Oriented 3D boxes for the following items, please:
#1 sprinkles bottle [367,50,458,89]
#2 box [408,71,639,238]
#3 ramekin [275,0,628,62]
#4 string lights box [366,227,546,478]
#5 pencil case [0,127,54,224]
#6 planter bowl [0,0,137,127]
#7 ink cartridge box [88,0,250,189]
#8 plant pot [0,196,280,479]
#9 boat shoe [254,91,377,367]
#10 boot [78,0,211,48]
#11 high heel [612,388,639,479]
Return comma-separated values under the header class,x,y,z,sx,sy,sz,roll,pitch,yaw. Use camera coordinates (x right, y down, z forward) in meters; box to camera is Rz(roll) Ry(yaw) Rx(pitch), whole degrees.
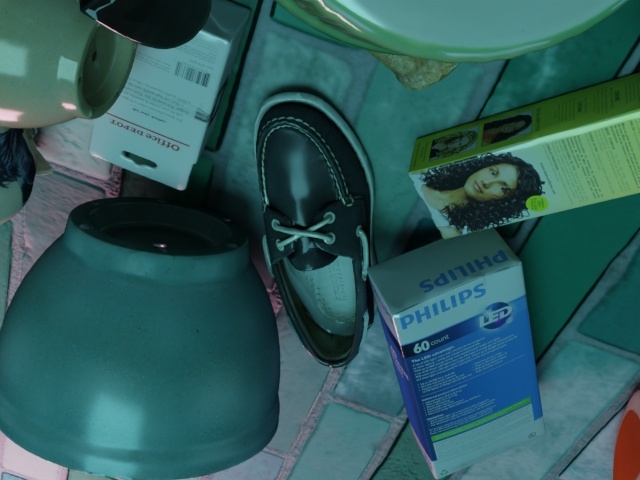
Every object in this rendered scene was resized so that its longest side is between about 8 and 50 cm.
class,x,y,z,sx,sy,sz,roll,pitch,yaw
sprinkles bottle,-0.029,-0.256,0.666,0.355,0.121,0.121,35,132,-18
box,0.200,-0.072,0.816,0.232,0.058,0.087,-16,126,27
ramekin,0.077,-0.246,0.537,0.304,0.148,0.303,-2,110,-6
string lights box,0.144,0.119,0.963,0.133,0.076,0.259,-21,129,-5
pencil case,-0.333,-0.189,0.792,0.160,0.183,0.410,35,138,22
planter bowl,-0.209,-0.156,0.727,0.109,0.162,0.162,20,135,8
ink cartridge box,-0.140,-0.141,0.847,0.104,0.060,0.180,22,134,-4
plant pot,-0.170,0.072,0.933,0.293,0.293,0.196,12,107,5
boat shoe,0.000,0.000,0.917,0.114,0.091,0.302,-5,131,20
boot,-0.181,-0.241,0.654,0.091,0.229,0.263,-43,119,12
high heel,0.429,0.183,0.951,0.181,0.127,0.377,9,139,-2
